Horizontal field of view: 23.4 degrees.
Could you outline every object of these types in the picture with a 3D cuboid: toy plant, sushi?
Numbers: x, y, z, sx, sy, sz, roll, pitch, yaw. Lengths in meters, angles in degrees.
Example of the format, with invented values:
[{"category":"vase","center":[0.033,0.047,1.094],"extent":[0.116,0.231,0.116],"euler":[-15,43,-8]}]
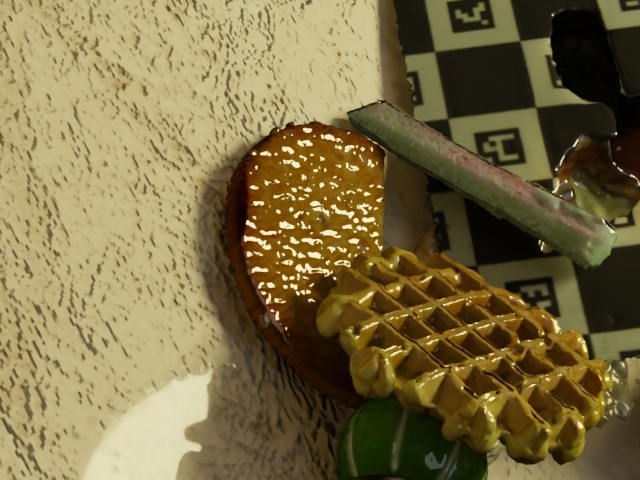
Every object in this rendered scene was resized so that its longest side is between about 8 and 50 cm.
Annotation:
[{"category":"toy plant","center":[0.049,0.152,0.896],"extent":[0.093,0.093,0.162],"euler":[35,43,-21]},{"category":"sushi","center":[0.241,-0.065,1.099],"extent":[0.343,0.064,0.359],"euler":[-7,58,0]}]

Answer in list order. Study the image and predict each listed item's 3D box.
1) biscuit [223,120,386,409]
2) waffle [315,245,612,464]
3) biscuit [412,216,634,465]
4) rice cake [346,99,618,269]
[{"category":"biscuit","center":[-0.009,0.002,0.983],"extent":[0.126,0.025,0.206],"euler":[26,49,-28]},{"category":"waffle","center":[0.085,0.065,0.917],"extent":[0.191,0.038,0.191],"euler":[16,28,-8]},{"category":"biscuit","center":[0.137,0.061,1.062],"extent":[0.188,0.040,0.265],"euler":[42,47,-7]},{"category":"rice cake","center":[0.106,-0.042,1.037],"extent":[0.208,0.033,0.033],"euler":[32,-8,23]}]
